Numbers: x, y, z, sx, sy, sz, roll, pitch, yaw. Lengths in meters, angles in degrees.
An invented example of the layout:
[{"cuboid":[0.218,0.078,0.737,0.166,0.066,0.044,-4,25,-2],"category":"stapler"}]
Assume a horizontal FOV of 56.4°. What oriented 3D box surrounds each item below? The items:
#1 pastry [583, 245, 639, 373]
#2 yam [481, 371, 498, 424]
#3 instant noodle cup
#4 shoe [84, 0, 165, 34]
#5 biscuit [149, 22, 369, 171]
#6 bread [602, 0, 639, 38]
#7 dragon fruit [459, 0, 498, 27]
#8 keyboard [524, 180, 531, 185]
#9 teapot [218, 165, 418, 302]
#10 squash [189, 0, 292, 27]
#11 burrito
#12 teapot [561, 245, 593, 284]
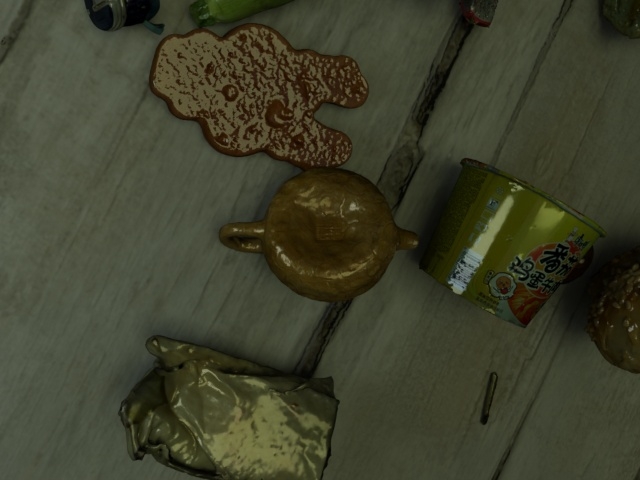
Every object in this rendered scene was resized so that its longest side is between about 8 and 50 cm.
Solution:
[{"cuboid":[0.625,0.094,1.096,0.316,0.284,0.184,-34,92,-37],"category":"pastry"},{"cuboid":[0.331,0.310,1.168,0.014,0.014,0.107,9,96,-21],"category":"yam"},{"cuboid":[0.302,0.011,0.991,0.264,0.264,0.200,26,98,-21],"category":"instant noodle cup"},{"cuboid":[-0.267,-0.386,0.810,0.106,0.092,0.207,-13,100,-40],"category":"shoe"},{"cuboid":[-0.089,-0.221,0.913,0.334,0.047,0.201,11,95,-23],"category":"biscuit"},{"cuboid":[0.648,-0.458,1.090,0.268,0.130,0.152,-15,99,-18],"category":"bread"},{"cuboid":[0.259,-0.401,0.997,0.056,0.060,0.083,1,109,-18],"category":"dragon fruit"},{"cuboid":[0.358,-0.012,1.125,0.064,0.010,0.198,31,88,-19],"category":"keyboard"},{"cuboid":[0.000,0.000,0.933,0.312,0.167,0.203,-2,72,-1],"category":"teapot"},{"cuboid":[-0.027,-0.422,0.865,0.371,0.118,0.118,-36,109,-8],"category":"squash"},{"cuboid":[-0.141,0.267,0.931,0.332,0.135,0.190,20,83,-18],"category":"burrito"},{"cuboid":[0.469,0.038,1.136,0.129,0.078,0.098,-29,107,-13],"category":"teapot"}]
